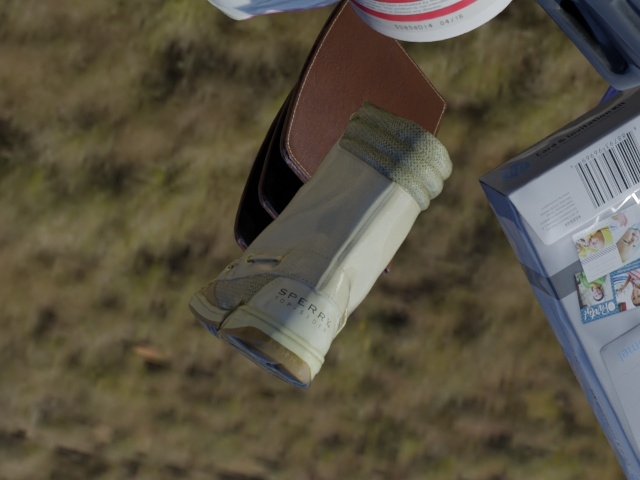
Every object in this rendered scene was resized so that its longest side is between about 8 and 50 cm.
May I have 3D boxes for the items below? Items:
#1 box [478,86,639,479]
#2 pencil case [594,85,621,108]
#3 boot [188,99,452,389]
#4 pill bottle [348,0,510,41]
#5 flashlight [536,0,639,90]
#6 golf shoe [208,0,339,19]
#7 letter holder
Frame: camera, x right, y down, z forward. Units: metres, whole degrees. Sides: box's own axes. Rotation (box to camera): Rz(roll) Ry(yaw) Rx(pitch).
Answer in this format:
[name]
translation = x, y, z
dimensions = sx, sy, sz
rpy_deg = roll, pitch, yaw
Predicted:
[box]
translation = 0.176, 0.015, 0.734
dimensions = 0.186, 0.145, 0.038
rpy_deg = 60, 174, -20
[pencil case]
translation = 0.260, -0.092, 1.166
dimensions = 0.133, 0.119, 0.306
rpy_deg = -6, 148, -32
[boot]
translation = 0.000, 0.000, 0.948
dimensions = 0.077, 0.165, 0.213
rpy_deg = 35, 175, -10
[pill bottle]
translation = 0.071, -0.408, 1.660
dimensions = 0.229, 0.229, 0.408
rpy_deg = 3, 154, 24
[flashlight]
translation = 0.032, -0.173, 0.391
dimensions = 0.304, 0.103, 0.103
rpy_deg = 44, 174, -20
[golf shoe]
translation = 0.034, -0.261, 1.294
dimensions = 0.306, 0.115, 0.140
rpy_deg = -13, 157, -4
[letter holder]
translation = 0.000, -0.117, 1.861
dimensions = 0.152, 0.302, 0.214
rpy_deg = -19, 124, 35
